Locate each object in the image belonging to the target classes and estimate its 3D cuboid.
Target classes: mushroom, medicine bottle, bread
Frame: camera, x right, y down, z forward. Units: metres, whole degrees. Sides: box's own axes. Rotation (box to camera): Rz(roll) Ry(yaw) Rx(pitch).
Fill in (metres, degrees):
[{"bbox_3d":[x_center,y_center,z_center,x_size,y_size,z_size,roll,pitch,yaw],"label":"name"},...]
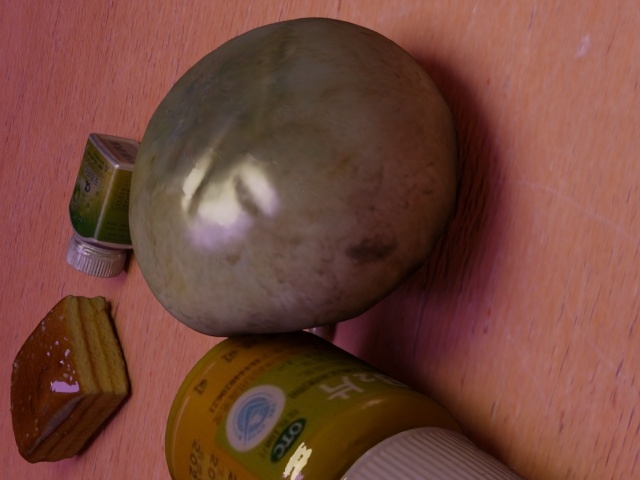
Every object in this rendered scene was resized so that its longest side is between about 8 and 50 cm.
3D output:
[{"bbox_3d":[-0.027,-0.054,1.164,0.352,0.260,0.352,-19,49,23],"label":"mushroom"},{"bbox_3d":[-0.310,-0.047,1.717,0.132,0.088,0.188,41,117,49],"label":"medicine bottle"},{"bbox_3d":[0.030,0.232,1.073,0.384,0.224,0.224,25,105,54],"label":"medicine bottle"},{"bbox_3d":[-0.394,0.215,1.776,0.234,0.110,0.184,-49,47,40],"label":"bread"}]

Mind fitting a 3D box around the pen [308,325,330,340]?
[{"bbox_3d":[0.000,0.000,1.323,0.040,0.032,0.233,167,107,-74],"label":"pen"}]
